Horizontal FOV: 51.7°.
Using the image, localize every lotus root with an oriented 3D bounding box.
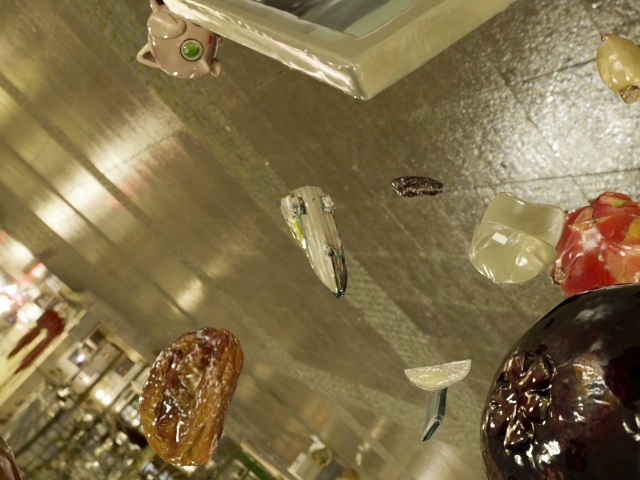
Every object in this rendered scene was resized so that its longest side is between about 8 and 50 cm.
[{"bbox_3d":[0.457,-0.265,0.999,0.073,0.150,0.062,19,138,-24],"label":"lotus root"}]

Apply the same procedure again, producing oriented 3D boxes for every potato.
[{"bbox_3d":[0.163,0.184,0.893,0.093,0.036,0.037,-12,160,13],"label":"potato"}]

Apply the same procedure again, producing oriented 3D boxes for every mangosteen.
[{"bbox_3d":[0.413,0.248,0.797,0.434,0.382,0.382,19,164,-14],"label":"mangosteen"}]

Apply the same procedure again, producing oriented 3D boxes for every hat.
[{"bbox_3d":[0.362,0.003,1.236,0.166,0.144,0.173,19,170,17],"label":"hat"}]

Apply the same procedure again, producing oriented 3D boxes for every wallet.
[{"bbox_3d":[0.242,0.345,1.368,0.026,0.129,0.088,20,130,3],"label":"wallet"}]

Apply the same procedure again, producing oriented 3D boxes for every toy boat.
[{"bbox_3d":[0.000,0.000,1.005,0.066,0.084,0.210,109,150,-51],"label":"toy boat"}]

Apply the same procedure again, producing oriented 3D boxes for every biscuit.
[{"bbox_3d":[0.167,-0.092,1.142,0.087,0.089,0.027,9,108,18],"label":"biscuit"}]

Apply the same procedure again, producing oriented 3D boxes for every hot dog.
[{"bbox_3d":[-0.201,0.245,1.058,0.160,0.227,0.099,7,162,29],"label":"hot dog"}]

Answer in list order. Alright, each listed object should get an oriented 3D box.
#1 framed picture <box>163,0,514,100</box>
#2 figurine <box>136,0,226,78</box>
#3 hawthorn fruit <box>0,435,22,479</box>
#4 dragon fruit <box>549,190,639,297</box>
[{"bbox_3d":[0.117,-0.266,0.484,0.326,0.446,0.028,40,162,50],"label":"framed picture"},{"bbox_3d":[-0.220,-0.326,1.068,0.138,0.125,0.125,14,171,-26],"label":"figurine"},{"bbox_3d":[-0.375,0.242,0.559,0.276,0.298,0.277,13,165,4],"label":"hawthorn fruit"},{"bbox_3d":[0.634,0.047,1.468,0.250,0.315,0.250,4,-176,0],"label":"dragon fruit"}]
